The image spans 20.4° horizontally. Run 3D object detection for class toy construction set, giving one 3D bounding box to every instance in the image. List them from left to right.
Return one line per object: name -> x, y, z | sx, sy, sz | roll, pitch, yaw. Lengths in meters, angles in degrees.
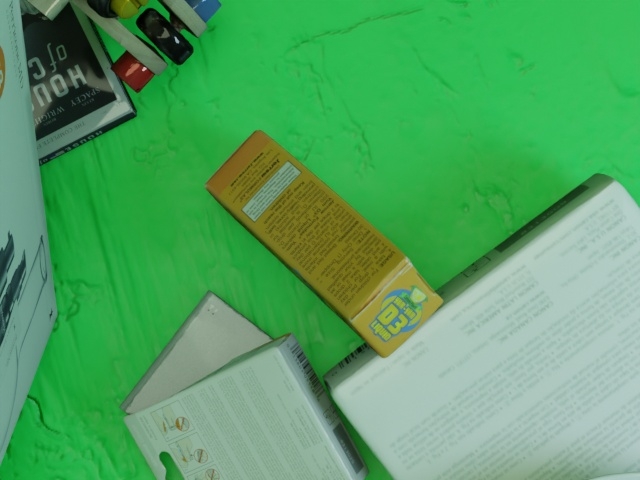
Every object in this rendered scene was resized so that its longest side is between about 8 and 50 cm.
toy construction set -> -0.256, -0.242, 1.531 | 0.309, 0.237, 0.257 | -24, 83, 6

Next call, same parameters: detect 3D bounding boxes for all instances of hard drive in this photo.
hard drive -> -0.104, 0.127, 1.611 | 0.094, 0.022, 0.135 | 37, 87, 9

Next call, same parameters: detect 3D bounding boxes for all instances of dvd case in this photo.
dvd case -> -0.301, -0.182, 1.671 | 0.179, 0.029, 0.238 | -27, 80, 2

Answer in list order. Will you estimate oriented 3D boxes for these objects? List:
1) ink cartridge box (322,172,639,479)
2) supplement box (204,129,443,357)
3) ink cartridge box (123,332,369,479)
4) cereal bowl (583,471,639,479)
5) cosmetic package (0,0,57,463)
ink cartridge box -> 0.236, 0.183, 1.560 | 0.308, 0.091, 0.385 | -36, 97, -1
supplement box -> 0.000, 0.000, 1.539 | 0.080, 0.078, 0.233 | -47, 49, -4
ink cartridge box -> -0.065, 0.180, 1.569 | 0.179, 0.045, 0.145 | -26, 96, 29
cereal bowl -> 0.263, 0.364, 1.430 | 0.339, 0.141, 0.339 | 0, 63, -1
cosmetic package -> -0.303, 0.010, 1.424 | 0.097, 0.377, 0.284 | 4, 40, 5
